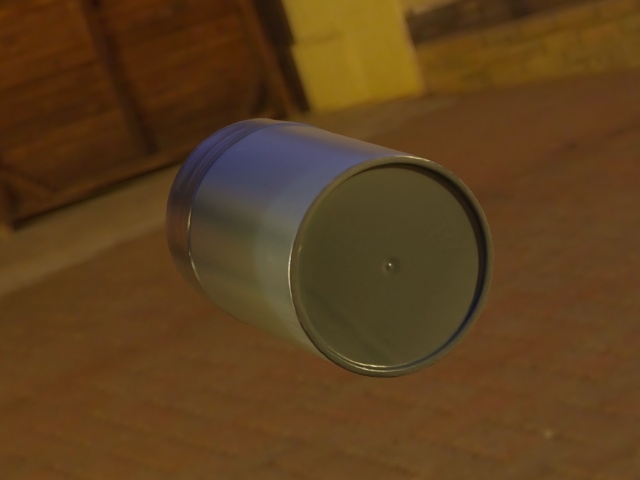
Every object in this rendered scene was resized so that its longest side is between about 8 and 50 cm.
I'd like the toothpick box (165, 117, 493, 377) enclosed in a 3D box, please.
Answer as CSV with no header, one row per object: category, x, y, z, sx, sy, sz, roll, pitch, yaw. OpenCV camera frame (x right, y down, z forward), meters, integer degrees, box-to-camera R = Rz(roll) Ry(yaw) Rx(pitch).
toothpick box,0.000,0.000,0.463,0.052,0.052,0.083,-20,16,-19
